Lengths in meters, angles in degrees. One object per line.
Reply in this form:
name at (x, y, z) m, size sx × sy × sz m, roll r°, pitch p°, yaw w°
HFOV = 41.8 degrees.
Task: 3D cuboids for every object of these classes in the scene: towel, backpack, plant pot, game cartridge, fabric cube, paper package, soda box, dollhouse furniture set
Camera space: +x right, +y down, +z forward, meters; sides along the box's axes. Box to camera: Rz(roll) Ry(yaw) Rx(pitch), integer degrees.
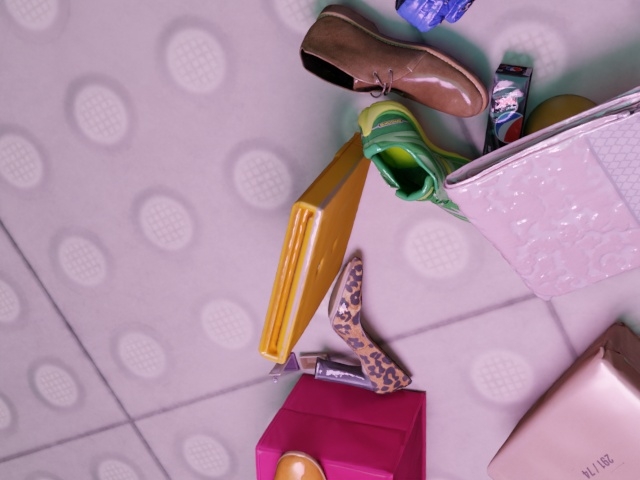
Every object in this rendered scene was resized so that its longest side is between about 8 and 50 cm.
towel at (0.400, -0.048, 1.261) m, size 0.316 × 0.053 × 0.332 m, roll -24°, pitch 131°, yaw 29°
backpack at (0.173, -0.367, 1.244) m, size 0.101 × 0.098 × 0.120 m, roll 39°, pitch 121°, yaw -5°
plant pot at (0.372, -0.144, 1.279) m, size 0.134 × 0.095 × 0.134 m, roll 9°, pitch 118°, yaw 17°
game cartridge at (0.000, 0.000, 1.359) m, size 0.052 × 0.324 × 0.285 m, roll 19°, pitch 120°, yaw 8°
fabric cube at (0.048, 0.442, 1.597) m, size 0.258 × 0.259 × 0.254 m, roll 7°, pitch 116°, yaw 19°
paper package at (0.500, 0.361, 1.404) m, size 0.309 × 0.168 × 0.325 m, roll 43°, pitch 122°, yaw 13°
soda box at (0.290, -0.185, 1.311) m, size 0.053 × 0.060 × 0.169 m, roll 11°, pitch 118°, yaw 15°
dollhouse furniture set at (-0.047, 0.234, 1.634) m, size 0.114 × 0.081 × 0.091 m, roll -6°, pitch 113°, yaw 23°

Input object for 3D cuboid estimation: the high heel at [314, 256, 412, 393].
high heel at (0.103, 0.160, 1.557) m, size 0.186 × 0.093 × 0.261 m, roll 11°, pitch 111°, yaw -5°

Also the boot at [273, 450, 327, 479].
boot at (-0.058, 0.526, 1.404) m, size 0.104 × 0.211 × 0.295 m, roll 7°, pitch 117°, yaw 16°

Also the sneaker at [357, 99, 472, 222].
sneaker at (0.164, -0.098, 1.331) m, size 0.295 × 0.124 × 0.109 m, roll 33°, pitch 140°, yaw -28°

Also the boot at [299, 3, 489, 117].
boot at (0.109, -0.251, 1.300) m, size 0.305 × 0.115 × 0.112 m, roll 26°, pitch 146°, yaw 10°
